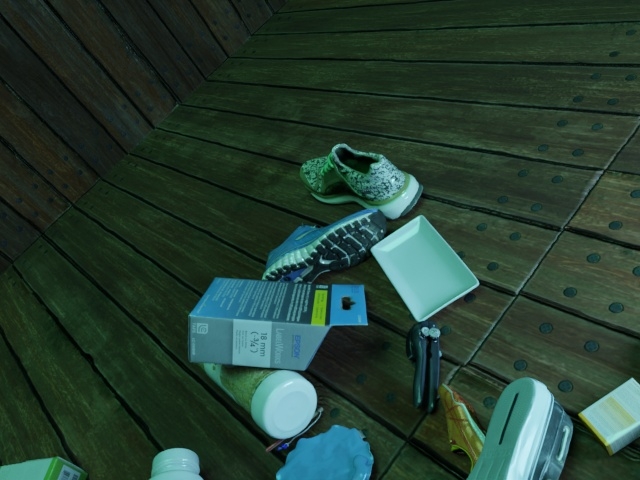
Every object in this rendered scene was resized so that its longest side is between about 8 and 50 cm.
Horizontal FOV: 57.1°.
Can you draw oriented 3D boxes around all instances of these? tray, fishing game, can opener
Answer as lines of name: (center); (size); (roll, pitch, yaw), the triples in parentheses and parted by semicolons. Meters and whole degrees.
tray: (0.216, 0.058, 1.251); (0.145, 0.030, 0.270); (-33, 37, 4)
fishing game: (0.009, 0.408, 1.034); (0.189, 0.041, 0.264); (-36, 30, -11)
can opener: (0.194, 0.227, 1.078); (0.059, 0.073, 0.186); (8, 47, -6)

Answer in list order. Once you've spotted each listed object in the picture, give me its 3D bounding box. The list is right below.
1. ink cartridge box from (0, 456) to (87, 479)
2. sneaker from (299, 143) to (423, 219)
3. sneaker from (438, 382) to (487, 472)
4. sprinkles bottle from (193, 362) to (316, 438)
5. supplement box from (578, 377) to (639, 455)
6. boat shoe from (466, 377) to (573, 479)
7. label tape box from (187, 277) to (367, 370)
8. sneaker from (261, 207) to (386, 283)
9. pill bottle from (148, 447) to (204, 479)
ink cartridge box: (-0.679, 0.606, 1.326); (0.255, 0.097, 0.188); (-17, 42, 27)
sneaker: (0.072, -0.190, 1.506); (0.410, 0.182, 0.158); (18, 63, 48)
sneaker: (0.227, 0.303, 0.954); (0.067, 0.064, 0.175); (-41, 33, 11)
sprinkles bottle: (-0.153, 0.276, 1.221); (0.121, 0.121, 0.355); (-49, 35, -16)
supplement box: (0.438, 0.255, 0.854); (0.098, 0.036, 0.062); (-35, 36, 3)
boat shoe: (0.272, 0.354, 0.808); (0.335, 0.119, 0.121); (-55, 6, -26)
label tape box: (-0.077, 0.165, 1.203); (0.334, 0.105, 0.240); (4, 14, 2)
sneaker: (0.000, 0.000, 1.406); (0.330, 0.130, 0.147); (-26, 40, 14)
pill bottle: (-0.270, 0.504, 1.081); (0.124, 0.124, 0.221); (-29, 38, 10)
